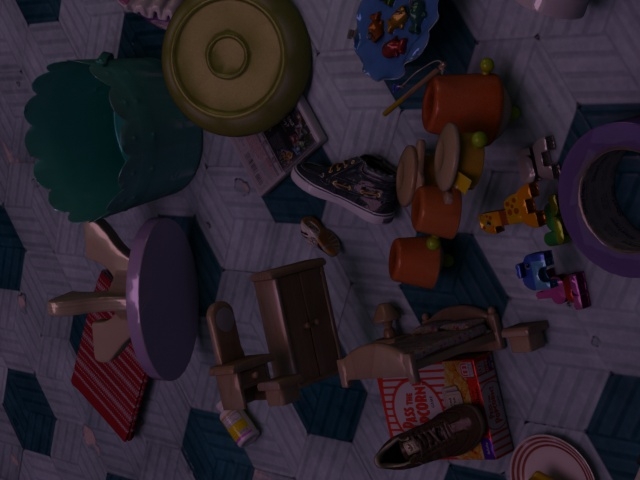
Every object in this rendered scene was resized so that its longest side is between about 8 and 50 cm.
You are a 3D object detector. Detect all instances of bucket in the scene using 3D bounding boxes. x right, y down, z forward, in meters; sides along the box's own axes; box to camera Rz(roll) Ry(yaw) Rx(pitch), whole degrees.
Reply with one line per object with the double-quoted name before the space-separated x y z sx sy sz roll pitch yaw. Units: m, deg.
"bucket" -0.342 -0.177 2.179 0.281 0.183 0.281 14 111 41

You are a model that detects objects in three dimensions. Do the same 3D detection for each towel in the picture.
"towel" -0.379 0.217 2.440 0.199 0.031 0.275 40 125 32

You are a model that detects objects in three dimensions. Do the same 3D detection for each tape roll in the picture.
"tape roll" 0.385 -0.054 1.571 0.189 0.080 0.189 15 112 42

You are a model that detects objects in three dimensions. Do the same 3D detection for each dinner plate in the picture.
"dinner plate" 0.320 0.330 1.792 0.141 0.017 0.141 16 114 41

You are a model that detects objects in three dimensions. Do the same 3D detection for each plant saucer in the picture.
"plant saucer" -0.134 -0.275 1.970 0.241 0.037 0.241 2 96 17

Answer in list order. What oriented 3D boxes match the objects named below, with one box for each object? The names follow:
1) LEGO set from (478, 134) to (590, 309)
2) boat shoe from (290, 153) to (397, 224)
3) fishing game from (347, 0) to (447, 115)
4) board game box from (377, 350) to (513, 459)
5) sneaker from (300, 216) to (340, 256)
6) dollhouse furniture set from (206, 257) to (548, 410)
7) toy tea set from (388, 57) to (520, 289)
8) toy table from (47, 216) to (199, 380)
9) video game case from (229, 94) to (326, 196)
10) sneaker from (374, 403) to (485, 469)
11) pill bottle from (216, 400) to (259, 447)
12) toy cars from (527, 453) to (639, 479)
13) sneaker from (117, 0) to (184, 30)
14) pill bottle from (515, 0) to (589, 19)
"LEGO set" 0.264 -0.012 1.698 0.093 0.087 0.227 -9 94 45
"boat shoe" 0.040 -0.096 1.916 0.183 0.065 0.083 27 119 29
"fishing game" 0.092 -0.305 1.752 0.189 0.041 0.264 -31 58 49
"board game box" 0.175 0.239 1.888 0.193 0.045 0.147 -11 94 46
"sneaker" 0.000 0.000 2.007 0.083 0.032 0.037 48 144 30
"dollhouse furniture set" 0.066 0.104 1.773 0.355 0.303 0.174 -10 94 45
"toy tea set" 0.183 -0.076 1.747 0.336 0.124 0.200 109 162 -53
"toy table" -0.319 0.094 2.212 0.161 0.252 0.274 5 93 28
"video game case" -0.085 -0.191 2.036 0.173 0.022 0.190 -40 73 44
"sneaker" 0.152 0.286 1.839 0.188 0.071 0.066 -37 76 45
"pill bottle" -0.142 0.306 2.222 0.083 0.043 0.043 53 132 21
"toy cars" 0.352 0.374 1.704 0.394 0.087 0.176 -31 85 40
"sneaker" -0.205 -0.356 2.065 0.236 0.104 0.095 28 85 14
"pill bottle" 0.297 -0.378 1.531 0.124 0.124 0.221 35 125 33
